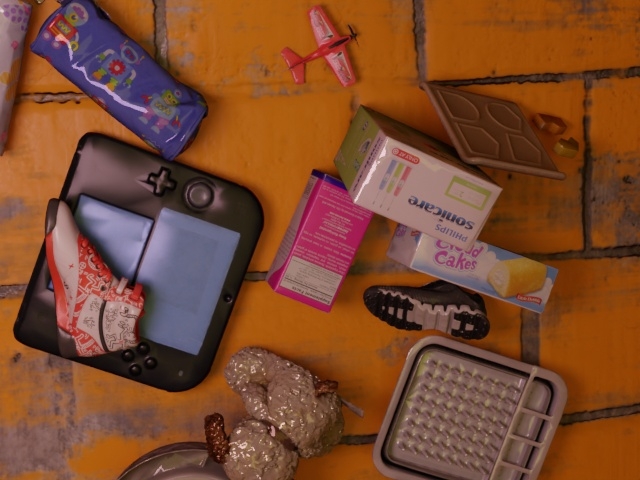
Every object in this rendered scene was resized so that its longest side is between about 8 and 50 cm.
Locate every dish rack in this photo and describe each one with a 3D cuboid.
[{"bbox_3d":[0.276,0.338,1.701,0.333,0.072,0.285,19,95,-13],"label":"dish rack"}]

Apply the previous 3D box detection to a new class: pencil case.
[{"bbox_3d":[-0.543,-0.266,1.427,0.124,0.113,0.273,16,96,7],"label":"pencil case"},{"bbox_3d":[-0.320,-0.269,1.468,0.306,0.119,0.133,40,78,-14],"label":"pencil case"}]

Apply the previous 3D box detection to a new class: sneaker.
[{"bbox_3d":[-0.366,0.058,1.479,0.145,0.090,0.270,-5,101,-6],"label":"sneaker"},{"bbox_3d":[0.197,0.115,1.651,0.234,0.106,0.078,11,125,8],"label":"sneaker"}]

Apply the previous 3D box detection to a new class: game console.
[{"bbox_3d":[-0.306,0.046,1.549,0.342,0.060,0.386,20,94,-14],"label":"game console"}]

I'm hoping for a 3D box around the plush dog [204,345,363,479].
[{"bbox_3d":[-0.072,0.331,1.539,0.262,0.211,0.225,42,69,-15],"label":"plush dog"}]

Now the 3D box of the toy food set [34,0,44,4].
[{"bbox_3d":[-0.432,-0.491,1.452,0.132,0.038,0.192,44,88,-14],"label":"toy food set"}]

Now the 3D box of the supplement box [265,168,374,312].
[{"bbox_3d":[0.000,0.000,1.575,0.114,0.111,0.220,24,94,-14],"label":"supplement box"}]

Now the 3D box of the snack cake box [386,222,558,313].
[{"bbox_3d":[0.269,0.039,1.613,0.264,0.152,0.089,19,94,-14],"label":"snack cake box"}]

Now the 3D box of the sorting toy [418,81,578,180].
[{"bbox_3d":[0.330,-0.178,1.562,0.307,0.229,0.041,7,131,-30],"label":"sorting toy"}]

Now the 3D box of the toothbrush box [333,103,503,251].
[{"bbox_3d":[0.150,-0.110,1.491,0.206,0.283,0.122,23,106,-12],"label":"toothbrush box"}]

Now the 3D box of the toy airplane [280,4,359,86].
[{"bbox_3d":[-0.002,-0.325,1.567,0.151,0.028,0.151,-1,98,-10],"label":"toy airplane"}]

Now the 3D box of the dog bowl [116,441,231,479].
[{"bbox_3d":[-0.237,0.523,1.612,0.349,0.102,0.348,-2,99,-10],"label":"dog bowl"}]
